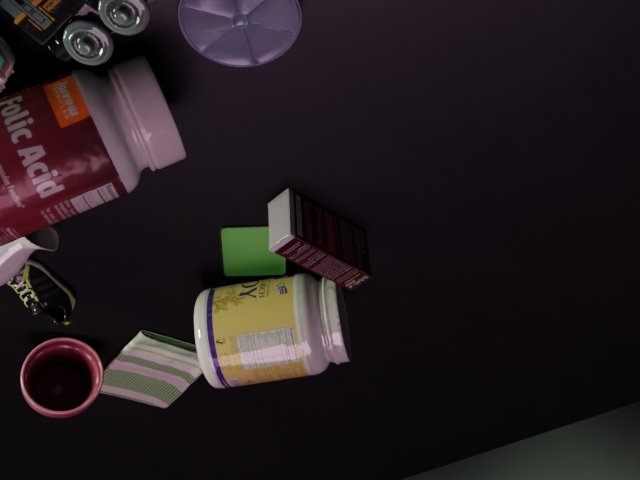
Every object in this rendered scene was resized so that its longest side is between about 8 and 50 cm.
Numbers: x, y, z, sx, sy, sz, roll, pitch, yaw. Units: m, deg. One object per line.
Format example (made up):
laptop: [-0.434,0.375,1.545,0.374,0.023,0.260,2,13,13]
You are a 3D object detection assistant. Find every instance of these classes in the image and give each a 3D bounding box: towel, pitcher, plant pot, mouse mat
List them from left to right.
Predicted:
pitcher: [-0.684,0.002,1.710,0.207,0.125,0.177,-30,116,14]
plant pot: [-0.673,0.369,2.129,0.201,0.201,0.180,9,156,-17]
towel: [-0.454,0.362,2.252,0.248,0.038,0.325,22,135,-29]
mouse mat: [-0.151,0.026,1.874,0.153,0.007,0.189,-1,141,-5]

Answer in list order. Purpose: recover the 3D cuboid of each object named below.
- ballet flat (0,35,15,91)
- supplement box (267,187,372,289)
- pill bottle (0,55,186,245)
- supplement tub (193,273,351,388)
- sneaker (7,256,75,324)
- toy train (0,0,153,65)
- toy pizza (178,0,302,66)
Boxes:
ballet flat: [-0.673,-0.259,1.378,0.409,0.147,0.147,-11,142,13]
supplement box: [0.000,0.000,1.755,0.239,0.130,0.073,28,132,-34]
pill bottle: [-0.440,-0.149,1.364,0.392,0.224,0.224,-25,143,-10]
supplement tub: [-0.108,0.208,1.921,0.332,0.241,0.241,-10,142,6]
sneaker: [-0.644,0.119,1.866,0.084,0.097,0.235,-24,138,23]
toy train: [-0.324,-0.401,1.207,0.334,0.142,0.190,-30,126,29]
toy pizza: [-0.131,-0.369,1.344,0.201,0.032,0.201,-2,142,-2]
